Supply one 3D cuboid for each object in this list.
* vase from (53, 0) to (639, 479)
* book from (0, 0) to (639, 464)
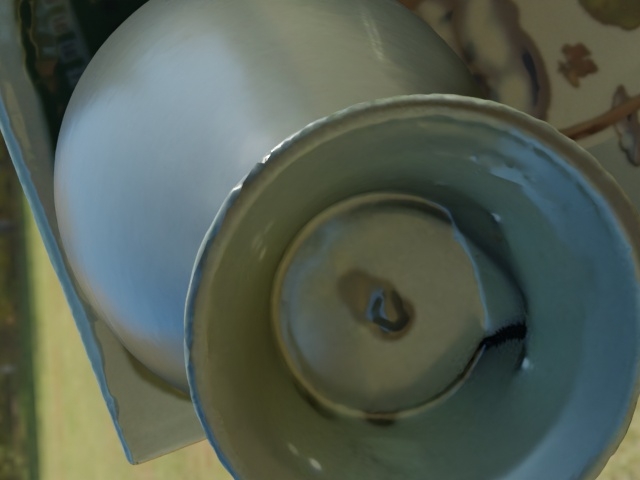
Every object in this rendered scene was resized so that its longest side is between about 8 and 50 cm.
[{"bbox_3d":[0.000,0.000,0.634,0.321,0.173,0.173,-128,36,-78],"label":"vase"},{"bbox_3d":[0.047,-0.079,0.865,0.043,0.371,0.260,-128,18,-72],"label":"book"}]
